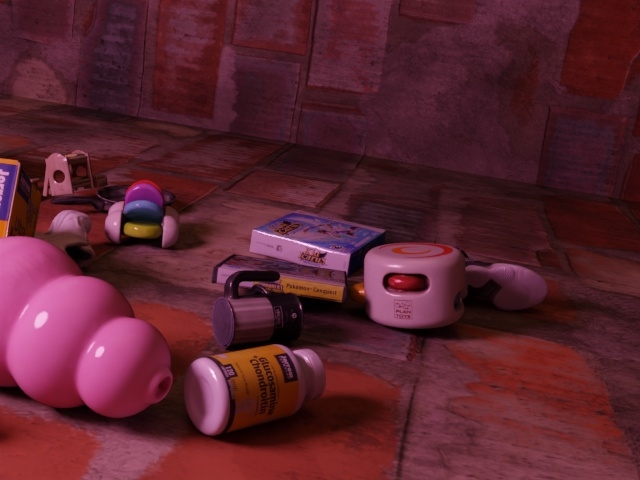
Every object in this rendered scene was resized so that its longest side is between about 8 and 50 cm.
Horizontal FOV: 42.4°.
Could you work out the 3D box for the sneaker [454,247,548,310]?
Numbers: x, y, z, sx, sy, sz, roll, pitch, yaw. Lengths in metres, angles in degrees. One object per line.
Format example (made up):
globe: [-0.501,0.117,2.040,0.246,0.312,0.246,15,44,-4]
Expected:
sneaker: [0.350,0.075,1.794,0.269,0.101,0.153,5,18,-3]

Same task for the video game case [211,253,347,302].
video game case: [-0.071,0.070,1.630,0.248,0.035,0.275,8,5,1]

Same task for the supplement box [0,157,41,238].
supplement box: [-0.676,-0.037,1.371,0.357,0.195,0.194,6,-13,-6]

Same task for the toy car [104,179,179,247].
toy car: [-0.393,-0.065,1.838,0.159,0.136,0.182,6,16,-10]

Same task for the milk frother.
milk frother: [-0.124,0.126,1.416,0.135,0.129,0.143,-1,-25,-32]

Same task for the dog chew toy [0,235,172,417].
dog chew toy: [-0.342,0.126,1.093,0.332,0.206,0.206,23,19,20]

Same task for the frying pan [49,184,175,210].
frying pan: [-0.490,-0.091,2.041,0.197,0.053,0.326,12,18,16]

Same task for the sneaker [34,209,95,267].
sneaker: [-0.494,0.013,1.634,0.115,0.090,0.232,16,25,3]

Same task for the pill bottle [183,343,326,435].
pill bottle: [-0.085,0.198,1.124,0.184,0.103,0.103,-6,21,-40]

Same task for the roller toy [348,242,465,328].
roller toy: [0.177,0.090,1.573,0.209,0.146,0.191,-6,11,-26]

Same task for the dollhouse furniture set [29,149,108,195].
dollhouse furniture set: [-0.660,-0.171,2.086,0.161,0.101,0.182,-5,9,14]

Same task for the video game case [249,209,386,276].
video game case: [0.000,0.000,1.960,0.244,0.061,0.269,13,16,19]
